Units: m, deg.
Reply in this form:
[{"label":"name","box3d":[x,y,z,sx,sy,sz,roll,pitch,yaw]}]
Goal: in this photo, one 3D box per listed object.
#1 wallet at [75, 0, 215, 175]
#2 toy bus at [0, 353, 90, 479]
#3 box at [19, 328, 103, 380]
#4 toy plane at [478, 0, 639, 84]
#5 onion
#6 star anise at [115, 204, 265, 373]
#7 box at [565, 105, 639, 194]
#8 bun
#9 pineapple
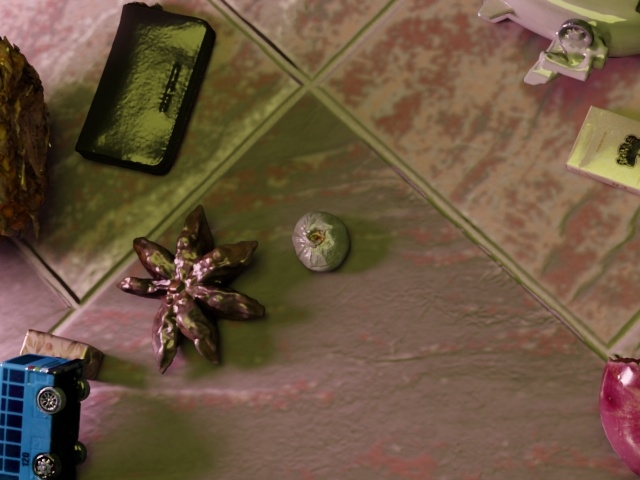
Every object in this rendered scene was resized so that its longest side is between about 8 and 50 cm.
[{"label":"wallet","box3d":[-0.243,-0.218,1.947,0.149,0.044,0.250,15,76,13]},{"label":"toy bus","box3d":[-0.360,0.243,1.768,0.106,0.090,0.185,7,96,15]},{"label":"box","box3d":[-0.343,0.152,1.837,0.098,0.062,0.045,12,77,17]},{"label":"toy plane","box3d":[0.325,-0.301,1.805,0.252,0.118,0.252,-3,55,4]},{"label":"onion","box3d":[0.431,0.203,1.589,0.207,0.200,0.201,-7,70,-3]},{"label":"star anise","box3d":[-0.163,0.058,1.821,0.197,0.073,0.212,-31,71,4]},{"label":"box","box3d":[0.408,-0.105,1.770,0.166,0.024,0.090,22,78,19]},{"label":"bun","box3d":[0.000,0.000,1.817,0.083,0.045,0.083,-4,74,16]},{"label":"pineapple","box3d":[-0.519,-0.126,1.838,0.300,0.352,0.352,-3,71,2]}]
